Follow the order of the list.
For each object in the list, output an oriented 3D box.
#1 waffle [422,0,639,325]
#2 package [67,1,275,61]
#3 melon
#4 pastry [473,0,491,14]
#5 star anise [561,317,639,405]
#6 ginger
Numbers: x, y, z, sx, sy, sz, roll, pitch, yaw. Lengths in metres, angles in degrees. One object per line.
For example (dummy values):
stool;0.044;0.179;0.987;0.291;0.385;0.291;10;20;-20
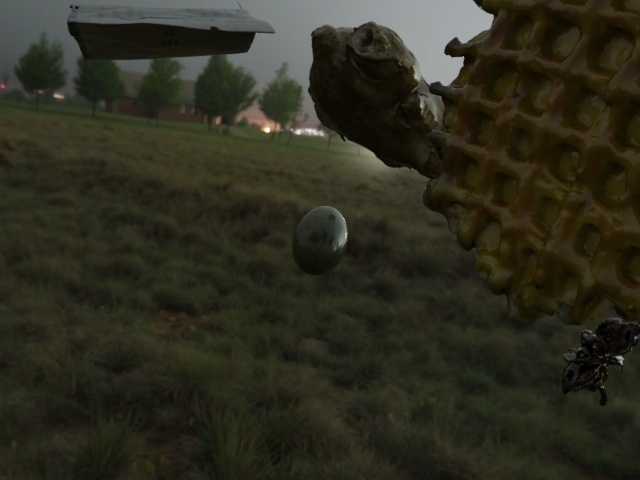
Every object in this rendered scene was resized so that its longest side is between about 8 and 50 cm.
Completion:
waffle;0.199;-0.089;0.426;0.062;0.330;0.329;2;13;-34
package;-0.178;-0.244;0.673;0.203;0.062;0.251;-8;15;-18
melon;0.000;0.000;1.051;0.097;0.131;0.098;15;-28;8
pastry;0.319;-0.558;1.097;0.161;0.255;0.311;-29;24;27
star anise;0.492;0.232;1.066;0.177;0.234;0.073;-8;30;-25
ginger;0.093;-0.171;0.754;0.270;0.123;0.219;34;-17;29
